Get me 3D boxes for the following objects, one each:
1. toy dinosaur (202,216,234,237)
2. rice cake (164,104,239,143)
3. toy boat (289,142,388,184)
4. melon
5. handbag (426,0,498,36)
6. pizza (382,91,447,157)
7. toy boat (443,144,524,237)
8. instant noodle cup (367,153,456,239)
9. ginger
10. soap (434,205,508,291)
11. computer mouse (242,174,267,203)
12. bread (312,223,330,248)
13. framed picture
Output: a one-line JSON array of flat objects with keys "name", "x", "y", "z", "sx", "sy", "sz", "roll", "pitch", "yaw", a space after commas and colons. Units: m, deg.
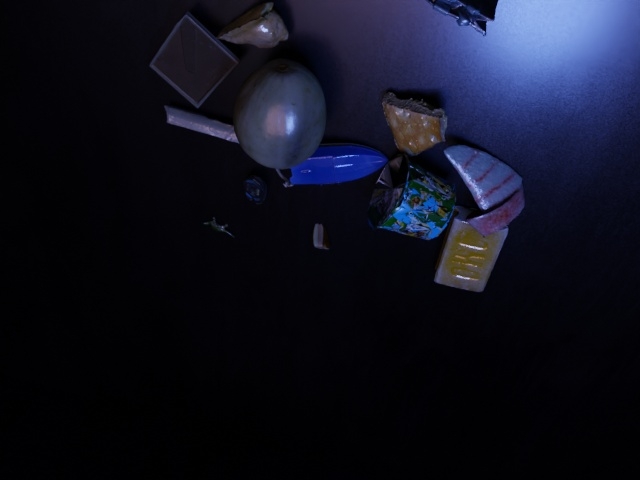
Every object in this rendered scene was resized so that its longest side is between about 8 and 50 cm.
[{"name": "toy dinosaur", "x": -0.360, "y": -0.044, "z": 2.059, "sx": 0.120, "sy": 0.029, "sz": 0.060, "roll": 30, "pitch": 148, "yaw": -16}, {"name": "rice cake", "x": -0.356, "y": -0.358, "z": 1.763, "sx": 0.256, "sy": 0.052, "sz": 0.057, "roll": 16, "pitch": 129, "yaw": 4}, {"name": "toy boat", "x": 0.054, "y": -0.232, "z": 1.726, "sx": 0.296, "sy": 0.088, "sz": 0.129, "roll": -3, "pitch": 129, "yaw": 6}, {"name": "melon", "x": -0.108, "y": -0.337, "z": 1.568, "sx": 0.272, "sy": 0.271, "sz": 0.308, "roll": 33, "pitch": 129, "yaw": -11}, {"name": "handbag", "x": 0.290, "y": -0.560, "z": 1.297, "sx": 0.229, "sy": 0.179, "sz": 0.062, "roll": 28, "pitch": 133, "yaw": -4}, {"name": "pizza", "x": 0.274, "y": -0.312, "z": 1.591, "sx": 0.188, "sy": 0.080, "sz": 0.204, "roll": 20, "pitch": 148, "yaw": 32}, {"name": "toy boat", "x": 0.455, "y": -0.168, "z": 1.620, "sx": 0.206, "sy": 0.096, "sz": 0.282, "roll": -38, "pitch": 102, "yaw": -4}, {"name": "instant noodle cup", "x": 0.266, "y": -0.112, "z": 1.658, "sx": 0.178, "sy": 0.240, "sz": 0.240, "roll": 22, "pitch": 134, "yaw": -17}, {"name": "ginger", "x": -0.178, "y": -0.547, "z": 1.516, "sx": 0.193, "sy": 0.115, "sz": 0.123, "roll": -5, "pitch": 147, "yaw": 37}, {"name": "soap", "x": 0.466, "y": 0.030, "z": 1.808, "sx": 0.174, "sy": 0.089, "sz": 0.274, "roll": 12, "pitch": 132, "yaw": 6}, {"name": "computer mouse", "x": -0.210, "y": -0.172, "z": 1.881, "sx": 0.079, "sy": 0.047, "sz": 0.135, "roll": 28, "pitch": 145, "yaw": 10}, {"name": "bread", "x": 0.000, "y": 0.000, "z": 1.952, "sx": 0.043, "sy": 0.062, "sz": 0.108, "roll": -2, "pitch": 126, "yaw": 20}, {"name": "framed picture", "x": -0.363, "y": -0.500, "z": 1.631, "sx": 0.189, "sy": 0.023, "sz": 0.260, "roll": 40, "pitch": 140, "yaw": -18}]
